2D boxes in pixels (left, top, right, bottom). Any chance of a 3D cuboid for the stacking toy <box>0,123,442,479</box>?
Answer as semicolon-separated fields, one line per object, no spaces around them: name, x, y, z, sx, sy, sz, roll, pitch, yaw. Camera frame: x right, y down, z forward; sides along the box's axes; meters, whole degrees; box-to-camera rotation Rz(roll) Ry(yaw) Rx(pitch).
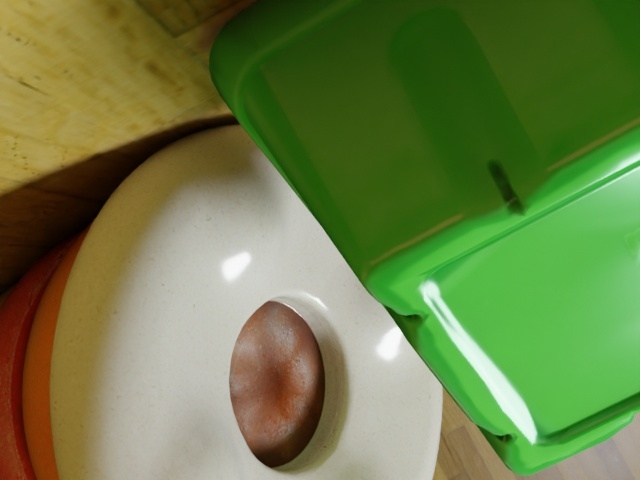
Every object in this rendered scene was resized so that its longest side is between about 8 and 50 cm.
stacking toy;-0.178;0.115;0.780;0.480;0.350;0.351;-8;-170;39

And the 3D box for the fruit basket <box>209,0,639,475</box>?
fruit basket;0.156;-0.104;0.527;0.392;0.283;0.392;-22;-140;20
